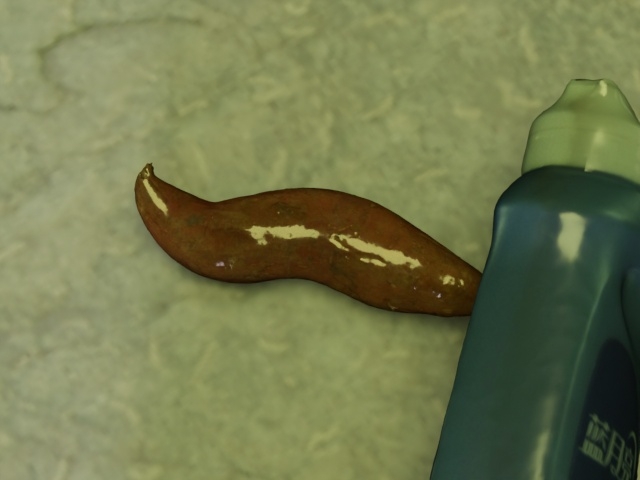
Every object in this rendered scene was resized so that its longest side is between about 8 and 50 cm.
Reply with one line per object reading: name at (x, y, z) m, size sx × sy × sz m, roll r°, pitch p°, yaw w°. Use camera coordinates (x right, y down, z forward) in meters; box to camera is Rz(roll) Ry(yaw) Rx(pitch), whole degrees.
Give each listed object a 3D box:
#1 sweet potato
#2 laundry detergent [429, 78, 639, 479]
sweet potato at (0.000, 0.002, 0.975) m, size 0.202 × 0.058 × 0.055 m, roll 12°, pitch 118°, yaw 6°
laundry detergent at (0.121, 0.066, 0.912) m, size 0.094 × 0.143 × 0.289 m, roll 4°, pitch 72°, yaw 33°
